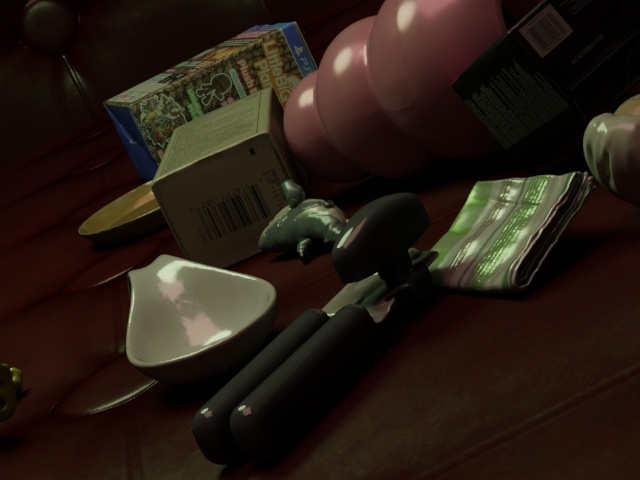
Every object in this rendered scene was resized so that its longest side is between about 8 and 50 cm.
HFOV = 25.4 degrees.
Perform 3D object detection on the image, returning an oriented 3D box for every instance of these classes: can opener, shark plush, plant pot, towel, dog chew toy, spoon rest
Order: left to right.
[{"bbox_3d":[-0.221,-0.052,1.965,0.236,0.032,0.236,-24,13,6],"label":"plant pot"},{"bbox_3d":[-0.124,0.064,1.268,0.137,0.084,0.276,-29,14,-15],"label":"spoon rest"},{"bbox_3d":[-0.001,0.063,1.066,0.074,0.093,0.280,-12,24,40],"label":"can opener"},{"bbox_3d":[0.000,0.000,1.415,0.067,0.073,0.161,-50,42,-14],"label":"shark plush"},{"bbox_3d":[0.091,-0.158,1.495,0.332,0.206,0.206,-24,12,40],"label":"dog chew toy"},{"bbox_3d":[0.139,-0.008,1.121,0.113,0.023,0.152,-53,21,-16],"label":"towel"}]

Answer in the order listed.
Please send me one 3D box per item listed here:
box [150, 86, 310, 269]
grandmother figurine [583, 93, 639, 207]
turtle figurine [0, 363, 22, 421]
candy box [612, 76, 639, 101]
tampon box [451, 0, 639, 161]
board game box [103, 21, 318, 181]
[{"bbox_3d":[-0.097,-0.076,1.650,0.148,0.121,0.311,-24,14,6],"label":"box"},{"bbox_3d":[0.318,-0.123,1.161,0.208,0.104,0.342,-25,7,47],"label":"grandmother figurine"},{"bbox_3d":[-0.387,0.146,1.324,0.270,0.087,0.217,9,-7,-32],"label":"turtle figurine"},{"bbox_3d":[0.306,-0.220,1.371,0.027,0.105,0.206,-28,-8,-23],"label":"candy box"},{"bbox_3d":[0.211,-0.159,1.268,0.120,0.101,0.161,-41,2,-16],"label":"tampon box"},{"bbox_3d":[-0.166,-0.217,2.237,0.291,0.141,0.232,-29,14,-13],"label":"board game box"}]
